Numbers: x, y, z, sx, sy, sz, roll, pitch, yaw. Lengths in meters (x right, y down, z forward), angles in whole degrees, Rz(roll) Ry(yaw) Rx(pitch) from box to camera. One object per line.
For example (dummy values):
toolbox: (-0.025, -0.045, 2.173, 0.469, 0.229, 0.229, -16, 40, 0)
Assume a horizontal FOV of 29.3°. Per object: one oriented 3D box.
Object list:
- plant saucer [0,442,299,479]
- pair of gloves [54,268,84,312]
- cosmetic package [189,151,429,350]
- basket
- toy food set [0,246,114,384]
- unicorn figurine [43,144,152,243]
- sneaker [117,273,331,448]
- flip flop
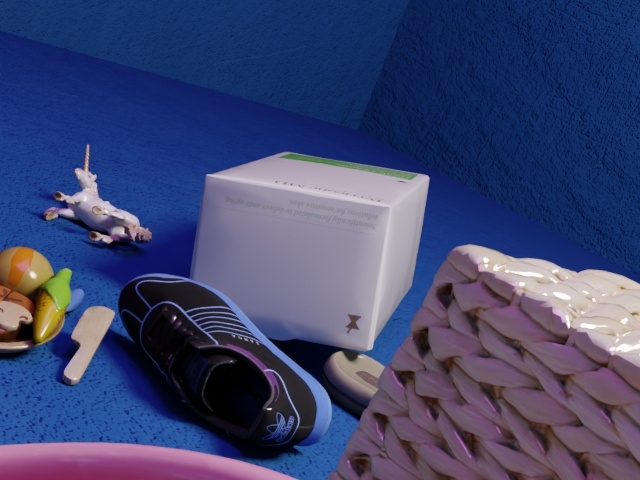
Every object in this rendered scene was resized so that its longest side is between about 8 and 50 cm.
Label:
plant saucer: (-0.124, 0.163, 0.388, 0.332, 0.084, 0.332, -3, 12, 1)
pair of gloves: (-0.306, 0.024, 1.069, 0.198, 0.023, 0.159, 22, 11, -5)
cosmetic package: (0.000, 0.000, 1.351, 0.197, 0.155, 0.365, 10, 8, 8)
basket: (0.202, 0.192, 0.636, 0.331, 0.266, 0.328, 10, 17, -39)
toy food set: (-0.261, 0.040, 0.971, 0.192, 0.038, 0.132, 20, 26, -6)
unicorn figurine: (-0.256, -0.037, 1.383, 0.162, 0.060, 0.111, 42, 17, 16)
sneaker: (-0.096, 0.091, 1.000, 0.232, 0.081, 0.090, 30, 7, 31)
flip flop: (0.125, 0.155, 1.116, 0.277, 0.080, 0.112, 27, 11, 31)
